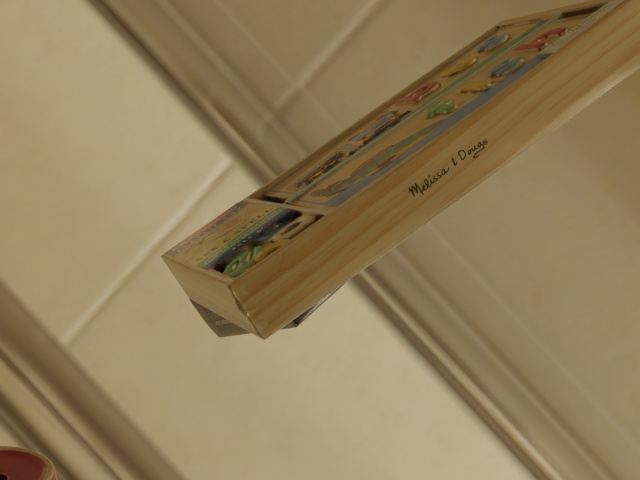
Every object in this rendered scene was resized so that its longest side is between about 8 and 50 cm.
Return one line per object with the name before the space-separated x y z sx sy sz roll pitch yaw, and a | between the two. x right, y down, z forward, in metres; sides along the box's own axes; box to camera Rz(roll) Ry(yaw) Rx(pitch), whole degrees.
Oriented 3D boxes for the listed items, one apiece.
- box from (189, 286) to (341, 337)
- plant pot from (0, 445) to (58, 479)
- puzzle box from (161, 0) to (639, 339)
box | 0.000 0.000 1.238 0.233 0.059 0.183 -42 -167 -25
plant pot | -0.336 0.319 1.293 0.201 0.201 0.180 -43 137 -69
puzzle box | 0.067 -0.072 1.061 0.409 0.052 0.272 -36 -167 -13
